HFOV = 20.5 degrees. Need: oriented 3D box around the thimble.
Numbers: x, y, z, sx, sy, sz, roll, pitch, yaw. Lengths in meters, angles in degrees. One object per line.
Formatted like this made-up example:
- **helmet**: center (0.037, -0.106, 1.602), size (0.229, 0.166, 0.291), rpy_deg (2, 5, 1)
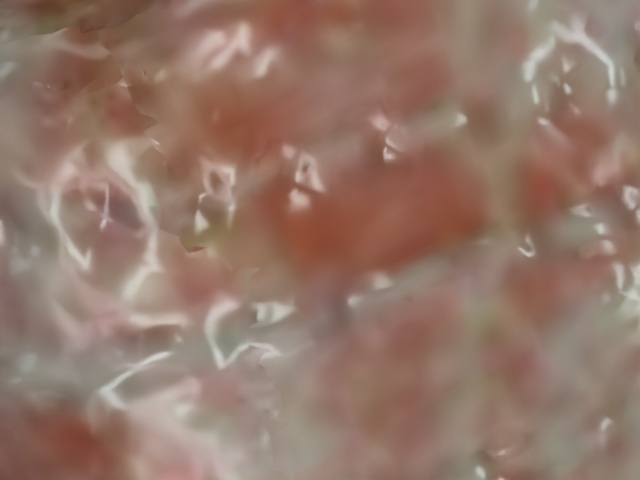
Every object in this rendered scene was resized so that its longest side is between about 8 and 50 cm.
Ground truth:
- **thimble**: center (0.000, 0.000, 0.425), size (0.239, 0.239, 0.162), rpy_deg (-16, 101, -10)
